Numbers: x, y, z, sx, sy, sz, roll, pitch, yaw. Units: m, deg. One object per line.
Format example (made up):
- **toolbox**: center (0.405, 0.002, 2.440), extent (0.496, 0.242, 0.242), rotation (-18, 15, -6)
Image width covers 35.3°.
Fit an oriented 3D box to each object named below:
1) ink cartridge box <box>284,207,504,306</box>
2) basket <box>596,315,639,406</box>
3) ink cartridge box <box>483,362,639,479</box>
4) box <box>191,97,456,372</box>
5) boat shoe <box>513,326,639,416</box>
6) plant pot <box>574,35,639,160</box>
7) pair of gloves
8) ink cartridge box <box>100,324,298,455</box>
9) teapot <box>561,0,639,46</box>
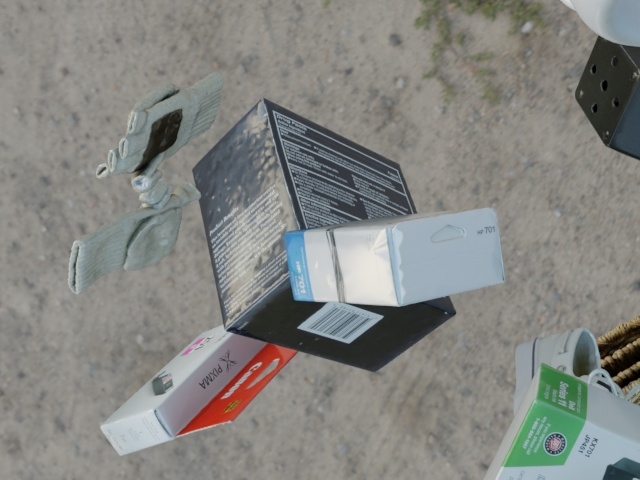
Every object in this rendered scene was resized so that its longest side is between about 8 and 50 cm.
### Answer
- **ink cartridge box**: center (0.072, 0.016, 1.032), extent (0.191, 0.140, 0.082), rotation (0, 98, 58)
- **basket**: center (0.494, 0.205, 1.584), extent (0.299, 0.213, 0.223), rotation (-33, 130, 9)
- **ink cartridge box**: center (0.272, 0.233, 0.943), extent (0.208, 0.087, 0.153), rotation (23, 111, 8)
- **box**: center (0.000, 0.000, 1.435), extent (0.183, 0.296, 0.294), rotation (-40, 47, 30)
- **boat shoe**: center (0.354, 0.224, 1.329), extent (0.156, 0.367, 0.136), rotation (-28, 105, 20)
- **plant pot**: center (0.470, -0.216, 1.407), extent (0.167, 0.188, 0.187), rotation (0, 134, -15)
- **pair of gloves**: center (-0.184, -0.060, 1.113), extent (0.042, 0.204, 0.240), rotation (30, 117, 16)
- **ink cartridge box**: center (-0.153, 0.193, 1.466), extent (0.239, 0.275, 0.060), rotation (-24, 102, 38)
- **teapot**: center (0.267, -0.267, 0.710), extent (0.256, 0.252, 0.187), rotation (-22, 72, 19)
